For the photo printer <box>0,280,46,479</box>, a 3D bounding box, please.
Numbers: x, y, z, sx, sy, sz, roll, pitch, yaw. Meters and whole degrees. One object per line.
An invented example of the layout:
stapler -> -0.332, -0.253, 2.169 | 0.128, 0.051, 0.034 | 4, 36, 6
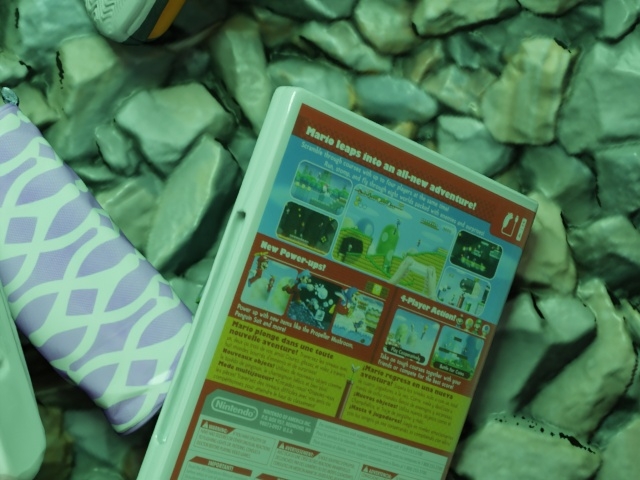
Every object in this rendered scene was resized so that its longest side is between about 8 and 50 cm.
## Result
photo printer -> -0.325, 0.041, 0.723 | 0.308, 0.107, 0.256 | -14, 95, 8

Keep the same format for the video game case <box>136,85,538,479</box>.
video game case -> 0.011, 0.078, 0.816 | 0.204, 0.025, 0.285 | 22, 86, -35

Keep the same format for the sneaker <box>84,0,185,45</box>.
sneaker -> -0.013, -0.247, 0.824 | 0.180, 0.124, 0.321 | 14, 111, -38

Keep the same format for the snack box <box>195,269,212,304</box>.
snack box -> 0.000, 0.000, 0.858 | 0.100, 0.037, 0.141 | 30, 81, -10

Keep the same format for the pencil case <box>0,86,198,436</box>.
pencil case -> -0.150, 0.018, 0.804 | 0.086, 0.088, 0.206 | -40, 94, -18
